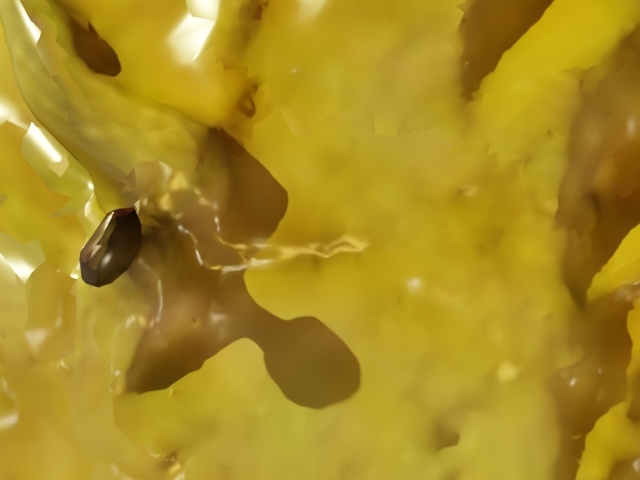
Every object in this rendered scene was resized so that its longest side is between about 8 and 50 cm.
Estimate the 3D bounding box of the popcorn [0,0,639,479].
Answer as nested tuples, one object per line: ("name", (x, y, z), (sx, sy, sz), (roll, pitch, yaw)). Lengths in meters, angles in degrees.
("popcorn", (0.000, 0.000, 0.714), (0.349, 0.349, 0.381), (44, 176, 0))
